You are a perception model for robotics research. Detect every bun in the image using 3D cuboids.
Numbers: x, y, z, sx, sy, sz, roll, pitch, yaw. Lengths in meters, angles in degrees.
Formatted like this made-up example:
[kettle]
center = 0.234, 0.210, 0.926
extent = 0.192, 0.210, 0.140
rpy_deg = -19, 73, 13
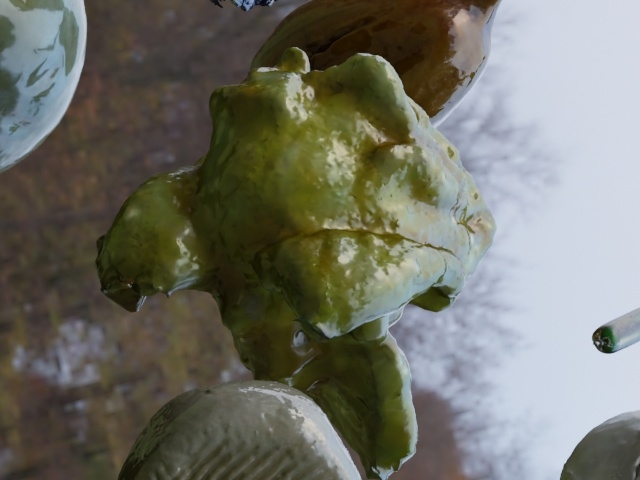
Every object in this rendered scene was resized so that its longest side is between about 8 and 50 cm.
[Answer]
[bun]
center = -0.056, 0.174, 1.203
extent = 0.113, 0.173, 0.167
rpy_deg = -88, 158, -81

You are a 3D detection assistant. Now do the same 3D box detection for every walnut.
[walnut]
center = 0.067, -0.201, 2.067
extent = 0.336, 0.209, 0.209
rpy_deg = -31, -112, 27

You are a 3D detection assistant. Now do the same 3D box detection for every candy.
[candy]
center = 0.394, 0.352, 2.190
extent = 0.185, 0.295, 0.296
rpy_deg = -40, -116, 57

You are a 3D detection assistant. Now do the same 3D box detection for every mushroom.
[mushroom]
center = -0.404, -0.204, 1.859
extent = 0.352, 0.352, 0.260
rpy_deg = 99, -30, -46

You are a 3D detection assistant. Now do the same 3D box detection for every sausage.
[sausage]
center = 0.360, 0.077, 1.935
extent = 0.032, 0.269, 0.033
rpy_deg = 13, -70, 39

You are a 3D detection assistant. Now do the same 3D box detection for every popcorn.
[popcorn]
center = 0.011, 0.003, 1.530
extent = 0.321, 0.290, 0.325
rpy_deg = 36, 0, -5

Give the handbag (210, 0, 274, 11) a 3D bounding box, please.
[handbag]
center = -0.077, -0.310, 1.809
extent = 0.162, 0.113, 0.260
rpy_deg = 60, 13, -5
